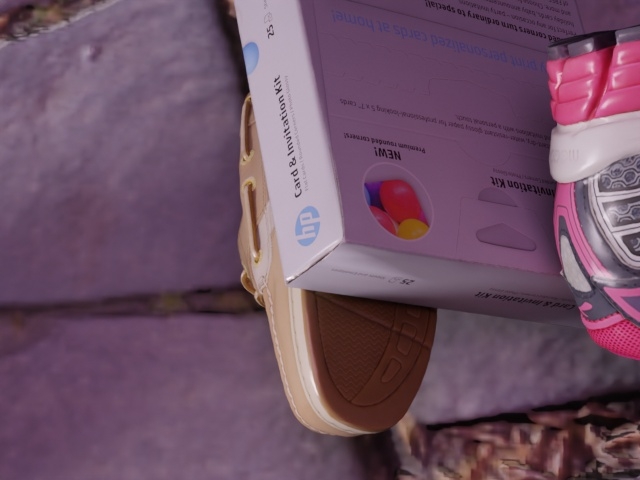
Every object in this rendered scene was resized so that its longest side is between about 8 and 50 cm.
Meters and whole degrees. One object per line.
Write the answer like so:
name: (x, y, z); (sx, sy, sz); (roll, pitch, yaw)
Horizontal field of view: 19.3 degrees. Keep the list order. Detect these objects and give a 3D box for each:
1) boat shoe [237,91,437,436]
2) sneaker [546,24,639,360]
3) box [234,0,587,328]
boat shoe: (0.000, 0.000, 0.681); (0.063, 0.059, 0.170); (22, 50, -31)
sneaker: (0.218, -0.022, 0.669); (0.299, 0.121, 0.112); (-2, 93, -14)
box: (0.039, -0.064, 0.684); (0.145, 0.038, 0.186); (9, 57, -36)
